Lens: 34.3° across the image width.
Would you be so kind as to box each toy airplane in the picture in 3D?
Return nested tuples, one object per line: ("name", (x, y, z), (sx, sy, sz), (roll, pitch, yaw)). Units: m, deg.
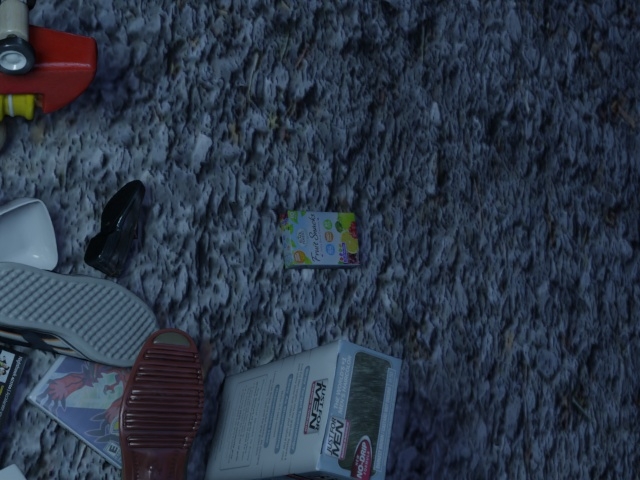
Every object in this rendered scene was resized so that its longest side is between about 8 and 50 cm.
("toy airplane", (-0.556, -0.208, 1.498), (0.384, 0.272, 0.386), (29, 65, 23))

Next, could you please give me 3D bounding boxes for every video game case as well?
("video game case", (-0.325, 0.222, 1.614), (0.183, 0.023, 0.201), (41, 59, -13))

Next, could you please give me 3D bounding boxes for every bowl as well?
("bowl", (-0.471, 0.006, 1.546), (0.142, 0.053, 0.142), (-32, 137, -33))

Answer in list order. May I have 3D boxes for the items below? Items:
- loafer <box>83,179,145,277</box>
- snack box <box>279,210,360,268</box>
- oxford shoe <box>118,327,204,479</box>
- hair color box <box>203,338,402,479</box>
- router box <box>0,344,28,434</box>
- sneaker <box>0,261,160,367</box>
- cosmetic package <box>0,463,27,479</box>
("loafer", (-0.322, -0.020, 1.676), (0.061, 0.062, 0.170), (43, 59, -38))
("snack box", (0.000, 0.000, 1.865), (0.141, 0.037, 0.100), (1, 74, -30))
("oxford shoe", (-0.252, 0.309, 1.570), (0.123, 0.130, 0.348), (10, 76, -11))
("hair color box", (-0.036, 0.279, 1.556), (0.113, 0.374, 0.185), (21, 66, -24))
("router box", (-0.514, 0.228, 1.487), (0.133, 0.046, 0.179), (25, 65, -23))
("sneaker", (-0.391, 0.107, 1.541), (0.321, 0.127, 0.126), (28, 64, -42))
("cosmetic package", (-0.436, 0.428, 1.363), (0.151, 0.151, 0.184), (-22, 66, -48))
